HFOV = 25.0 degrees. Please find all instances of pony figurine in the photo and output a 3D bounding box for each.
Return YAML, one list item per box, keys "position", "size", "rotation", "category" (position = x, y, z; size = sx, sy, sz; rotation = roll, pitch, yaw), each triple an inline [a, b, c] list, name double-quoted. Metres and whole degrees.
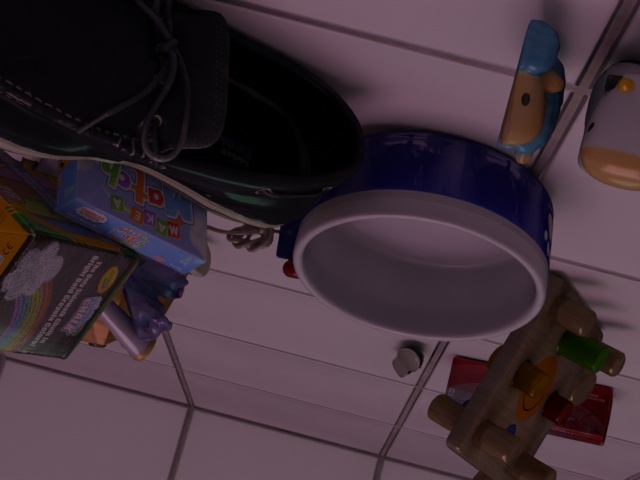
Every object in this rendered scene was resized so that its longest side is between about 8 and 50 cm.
- position: [-0.315, -0.023, 1.643]
  size: [0.363, 0.303, 0.351]
  rotation: [44, 180, -28]
  category: "pony figurine"

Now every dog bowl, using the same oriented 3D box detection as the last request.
- position: [0.109, 0.000, 1.514]
  size: [0.265, 0.104, 0.265]
  rotation: [9, 151, 5]
  category: "dog bowl"

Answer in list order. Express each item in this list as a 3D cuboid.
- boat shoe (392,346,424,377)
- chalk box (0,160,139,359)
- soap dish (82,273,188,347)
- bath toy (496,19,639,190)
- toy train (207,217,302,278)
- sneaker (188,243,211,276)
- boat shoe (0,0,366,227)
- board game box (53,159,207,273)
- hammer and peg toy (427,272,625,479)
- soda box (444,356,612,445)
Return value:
- position: [0.152, 0.196, 2.383]
  size: [0.046, 0.038, 0.125]
  rotation: [55, 163, 12]
  category: "boat shoe"
- position: [-0.273, 0.018, 1.341]
  size: [0.132, 0.132, 0.213]
  rotation: [42, -169, 25]
  category: "chalk box"
- position: [-0.344, 0.064, 2.071]
  size: [0.229, 0.118, 0.291]
  rotation: [11, -173, 12]
  category: "soap dish"
- position: [0.319, -0.083, 1.119]
  size: [0.348, 0.151, 0.129]
  rotation: [13, 129, 5]
  category: "bath toy"
- position: [0.000, 0.000, 1.757]
  size: [0.248, 0.105, 0.143]
  rotation: [8, 176, 25]
  category: "toy train"
- position: [-0.221, 0.004, 2.021]
  size: [0.085, 0.058, 0.152]
  rotation: [-1, 154, 29]
  category: "sneaker"
- position: [-0.153, -0.141, 1.254]
  size: [0.156, 0.186, 0.500]
  rotation: [-14, 153, 41]
  category: "boat shoe"
- position: [-0.175, -0.091, 1.376]
  size: [0.039, 0.211, 0.160]
  rotation: [-26, 142, 35]
  category: "board game box"
- position: [0.288, 0.214, 1.905]
  size: [0.127, 0.266, 0.361]
  rotation: [28, 172, 30]
  category: "hammer and peg toy"
- position: [0.339, 0.262, 2.349]
  size: [0.263, 0.083, 0.092]
  rotation: [10, 164, 14]
  category: "soda box"
